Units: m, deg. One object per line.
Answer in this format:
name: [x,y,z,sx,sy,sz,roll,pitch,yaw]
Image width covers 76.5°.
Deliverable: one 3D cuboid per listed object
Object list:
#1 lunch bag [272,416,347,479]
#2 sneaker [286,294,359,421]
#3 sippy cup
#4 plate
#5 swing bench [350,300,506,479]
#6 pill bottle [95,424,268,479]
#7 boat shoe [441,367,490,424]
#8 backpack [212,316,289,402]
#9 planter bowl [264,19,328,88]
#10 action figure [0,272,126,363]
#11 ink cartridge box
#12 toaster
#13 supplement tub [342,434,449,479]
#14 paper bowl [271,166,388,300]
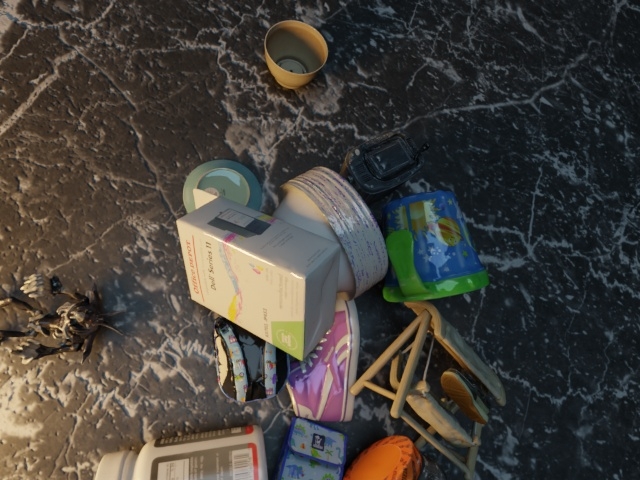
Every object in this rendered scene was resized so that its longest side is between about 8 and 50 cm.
lunch bag: [-0.020,0.458,0.835,0.129,0.096,0.151,21,57,-4]
sneaker: [-0.002,0.246,0.893,0.161,0.102,0.282,7,73,-8]
sippy cup: [0.241,0.009,0.926,0.240,0.305,0.224,-11,87,-4]
plate: [-0.234,-0.113,0.978,0.188,0.024,0.188,4,75,-13]
swing bench: [0.247,0.300,0.861,0.253,0.165,0.255,45,69,-19]
pill bottle: [-0.244,0.444,0.746,0.283,0.161,0.161,-2,75,-13]
boat shoe: [0.274,0.283,0.760,0.049,0.056,0.152,-52,121,-31]
backpack: [-0.143,0.241,0.850,0.158,0.117,0.173,-5,75,-15]
planter bowl: [-0.072,-0.474,1.073,0.162,0.109,0.162,4,74,-13]
action figure: [-0.533,0.154,0.773,0.275,0.141,0.164,0,73,-10]
ink cartridge box: [-0.146,0.052,0.777,0.353,0.207,0.119,22,40,25]
toaster: [0.151,-0.180,1.022,0.227,0.146,0.129,-29,83,-18]
supplement tub: [0.198,0.572,0.777,0.207,0.207,0.338,-31,88,-19]
paper bowl: [0.000,0.000,0.862,0.148,0.284,0.284,-31,83,-19]
